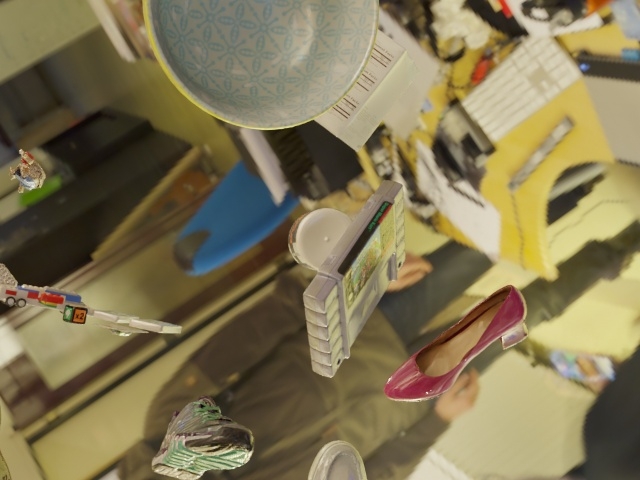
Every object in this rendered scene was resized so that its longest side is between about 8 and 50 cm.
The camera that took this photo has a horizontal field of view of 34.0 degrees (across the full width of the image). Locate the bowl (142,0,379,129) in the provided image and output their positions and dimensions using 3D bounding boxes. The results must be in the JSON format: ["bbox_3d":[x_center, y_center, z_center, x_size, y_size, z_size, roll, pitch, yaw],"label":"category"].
[{"bbox_3d":[-0.088,-0.284,1.293,0.289,0.289,0.156,60,167,-16],"label":"bowl"}]

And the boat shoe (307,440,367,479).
[{"bbox_3d":[0.029,0.350,1.238,0.081,0.079,0.227,144,133,-63],"label":"boat shoe"}]

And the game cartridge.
[{"bbox_3d":[0.078,0.069,2.054,0.068,0.355,0.230,20,139,19],"label":"game cartridge"}]

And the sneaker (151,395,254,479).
[{"bbox_3d":[-0.143,0.226,1.272,0.083,0.098,0.224,23,152,-23],"label":"sneaker"}]

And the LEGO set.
[{"bbox_3d":[-0.305,0.082,1.372,0.182,0.060,0.244,11,178,15],"label":"LEGO set"}]

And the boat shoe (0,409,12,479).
[{"bbox_3d":[-0.511,0.292,1.485,0.104,0.089,0.285,-51,-39,-63],"label":"boat shoe"}]

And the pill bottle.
[{"bbox_3d":[0.000,0.000,2.208,0.130,0.130,0.246,57,174,-3],"label":"pill bottle"}]

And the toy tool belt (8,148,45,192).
[{"bbox_3d":[-0.477,-0.107,1.689,0.052,0.051,0.083,39,166,10],"label":"toy tool belt"}]

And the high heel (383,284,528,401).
[{"bbox_3d":[0.296,0.227,2.381,0.127,0.377,0.181,55,173,43],"label":"high heel"}]

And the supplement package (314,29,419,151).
[{"bbox_3d":[0.060,-0.304,2.000,0.149,0.203,0.194,39,-175,12],"label":"supplement package"}]
